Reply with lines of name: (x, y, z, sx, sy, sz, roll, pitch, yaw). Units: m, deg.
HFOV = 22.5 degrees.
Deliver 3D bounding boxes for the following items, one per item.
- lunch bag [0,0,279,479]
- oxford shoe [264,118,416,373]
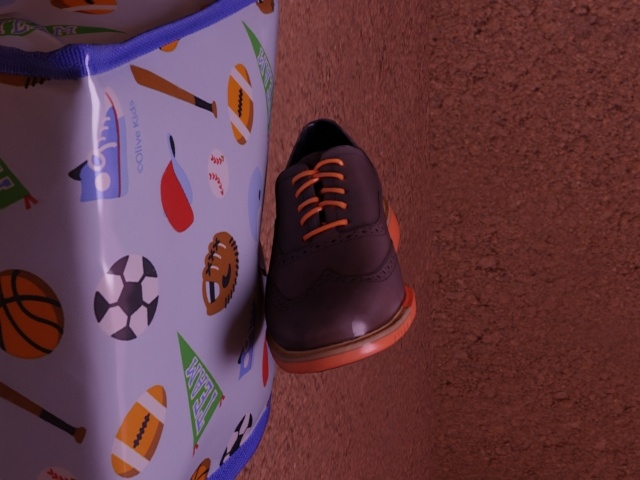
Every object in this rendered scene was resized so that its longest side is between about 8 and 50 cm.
lunch bag: (-0.142, -0.010, 1.043, 0.385, 0.238, 0.328, -41, 134, -62)
oxford shoe: (0.000, 0.000, 1.020, 0.271, 0.096, 0.098, -94, 167, -69)
